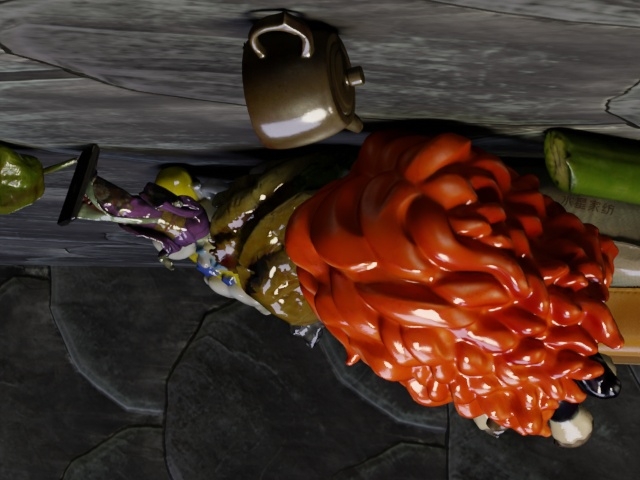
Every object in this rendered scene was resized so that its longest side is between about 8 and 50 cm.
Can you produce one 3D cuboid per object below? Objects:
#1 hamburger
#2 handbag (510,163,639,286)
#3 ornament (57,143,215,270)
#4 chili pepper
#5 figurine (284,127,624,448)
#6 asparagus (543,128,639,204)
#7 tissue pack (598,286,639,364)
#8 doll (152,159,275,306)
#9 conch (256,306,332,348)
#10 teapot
[{"bbox_3d":[0.000,0.000,1.826,0.206,0.130,0.183,-27,147,24],"label":"hamburger"},{"bbox_3d":[0.264,-0.016,1.804,0.270,0.117,0.182,12,-173,13],"label":"handbag"},{"bbox_3d":[-0.168,-0.015,1.874,0.203,0.081,0.088,27,170,-17],"label":"ornament"},{"bbox_3d":[-0.324,-0.062,1.855,0.073,0.072,0.204,-1,174,18],"label":"chili pepper"},{"bbox_3d":[0.133,0.061,1.682,0.306,0.241,0.412,38,171,18],"label":"figurine"},{"bbox_3d":[0.299,-0.057,1.650,0.278,0.060,0.067,6,-175,-36],"label":"asparagus"},{"bbox_3d":[0.412,0.050,2.135,0.275,0.194,0.145,0,175,28],"label":"tissue pack"},{"bbox_3d":[-0.086,-0.005,2.015,0.252,0.111,0.237,6,143,44],"label":"doll"},{"bbox_3d":[-0.041,0.023,2.246,0.241,0.186,0.313,24,-177,-11],"label":"conch"},{"bbox_3d":[-0.008,-0.103,1.148,0.068,0.076,0.121,-9,143,17],"label":"teapot"}]
